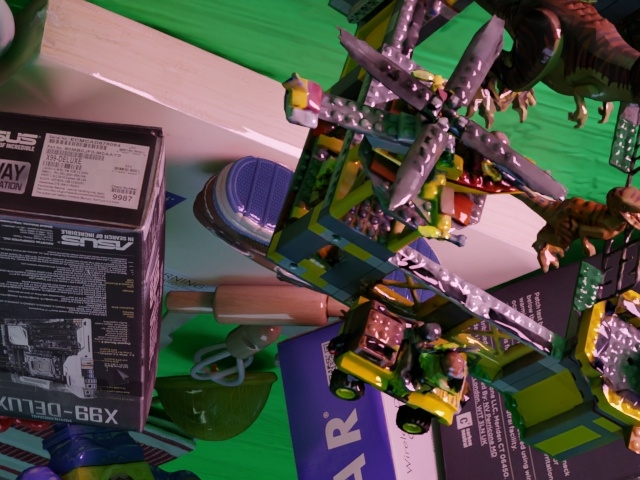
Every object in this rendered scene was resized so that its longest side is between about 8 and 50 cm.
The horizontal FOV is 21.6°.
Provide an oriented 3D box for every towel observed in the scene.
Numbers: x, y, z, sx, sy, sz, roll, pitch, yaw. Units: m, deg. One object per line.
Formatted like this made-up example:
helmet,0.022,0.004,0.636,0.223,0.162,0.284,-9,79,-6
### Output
towel,-0.312,0.208,1.785,0.237,0.037,0.329,25,148,-32

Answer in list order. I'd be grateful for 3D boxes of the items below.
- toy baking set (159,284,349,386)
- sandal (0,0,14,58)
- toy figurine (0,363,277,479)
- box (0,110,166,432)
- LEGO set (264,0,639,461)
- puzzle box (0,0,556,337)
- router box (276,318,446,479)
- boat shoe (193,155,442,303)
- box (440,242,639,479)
toy baking set,-0.042,0.080,1.309,0.256,0.030,0.197,2,156,7
sandal,-0.281,-0.097,1.011,0.102,0.076,0.265,41,142,-25
toy figurine,-0.187,0.225,1.444,0.191,0.217,0.362,-22,163,37
box,-0.252,0.016,1.031,0.307,0.076,0.242,6,145,-1
LEGO set,0.125,-0.079,0.739,0.255,0.331,0.192,36,145,-15
puzzle box,-0.074,-0.031,1.169,0.409,0.052,0.272,21,152,-31
router box,0.104,0.246,1.247,0.082,0.335,0.301,-21,157,27
boat shoe,0.000,0.000,1.091,0.183,0.066,0.066,31,152,-26
box,0.303,0.140,1.251,0.312,0.179,0.343,-20,148,26
